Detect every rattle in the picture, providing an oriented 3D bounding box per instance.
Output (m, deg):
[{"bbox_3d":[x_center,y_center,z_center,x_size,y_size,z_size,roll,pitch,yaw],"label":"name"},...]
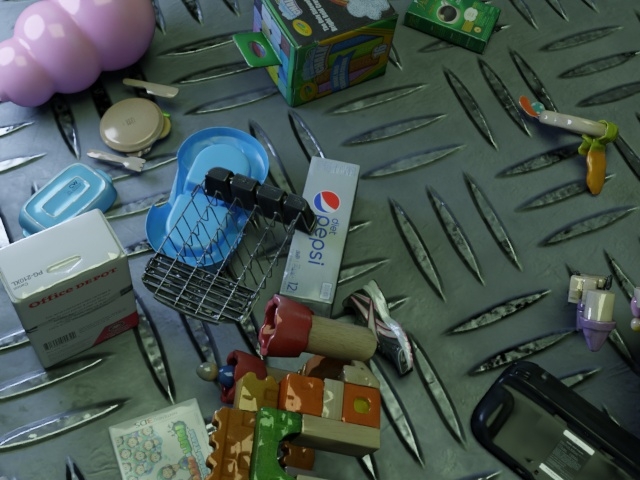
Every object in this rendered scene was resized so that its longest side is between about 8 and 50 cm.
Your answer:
[{"bbox_3d":[0.472,-0.192,1.719,0.199,0.143,0.130,16,25,21],"label":"rattle"}]

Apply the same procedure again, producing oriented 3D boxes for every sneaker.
[{"bbox_3d":[0.093,0.157,1.461,0.077,0.072,0.178,-24,56,-6],"label":"sneaker"}]

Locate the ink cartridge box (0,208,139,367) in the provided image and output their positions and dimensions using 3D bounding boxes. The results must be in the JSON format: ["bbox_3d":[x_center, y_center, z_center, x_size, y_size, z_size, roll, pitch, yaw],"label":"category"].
[{"bbox_3d":[-0.385,0.077,1.349,0.171,0.237,0.100,-25,65,-19],"label":"ink cartridge box"}]

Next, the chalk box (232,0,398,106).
[{"bbox_3d":[-0.024,-0.396,1.705,0.288,0.179,0.180,-22,65,-16],"label":"chalk box"}]

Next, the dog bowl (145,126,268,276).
[{"bbox_3d":[-0.196,-0.065,1.549,0.165,0.074,0.297,17,60,4],"label":"dog bowl"}]

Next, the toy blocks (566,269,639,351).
[{"bbox_3d":[0.529,0.207,1.374,0.308,0.288,0.260,8,98,22],"label":"toy blocks"}]

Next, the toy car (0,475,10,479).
[{"bbox_3d":[-0.532,0.365,1.222,0.159,0.136,0.182,27,61,11],"label":"toy car"}]

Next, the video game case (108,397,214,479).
[{"bbox_3d":[-0.235,0.335,1.340,0.143,0.019,0.157,-17,63,-15],"label":"video game case"}]

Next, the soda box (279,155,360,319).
[{"bbox_3d":[0.000,0.000,1.516,0.091,0.098,0.286,11,58,3],"label":"soda box"}]

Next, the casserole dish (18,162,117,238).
[{"bbox_3d":[-0.448,-0.069,1.548,0.114,0.037,0.188,35,61,14],"label":"casserole dish"}]

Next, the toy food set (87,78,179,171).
[{"bbox_3d":[-0.349,-0.212,1.648,0.132,0.038,0.192,15,64,11],"label":"toy food set"}]

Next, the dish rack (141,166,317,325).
[{"bbox_3d":[-0.150,0.012,1.416,0.208,0.074,0.272,20,63,16],"label":"dish rack"}]

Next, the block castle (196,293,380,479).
[{"bbox_3d":[-0.076,0.329,1.185,0.212,0.303,0.454,14,58,-15],"label":"block castle"}]

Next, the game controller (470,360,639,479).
[{"bbox_3d":[0.398,0.335,1.391,0.319,0.067,0.166,37,77,16],"label":"game controller"}]

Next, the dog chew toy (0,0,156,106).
[{"bbox_3d":[-0.473,-0.373,1.638,0.332,0.207,0.206,-41,71,-17],"label":"dog chew toy"}]

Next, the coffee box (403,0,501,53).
[{"bbox_3d":[0.280,-0.476,1.860,0.184,0.040,0.113,22,59,7],"label":"coffee box"}]
